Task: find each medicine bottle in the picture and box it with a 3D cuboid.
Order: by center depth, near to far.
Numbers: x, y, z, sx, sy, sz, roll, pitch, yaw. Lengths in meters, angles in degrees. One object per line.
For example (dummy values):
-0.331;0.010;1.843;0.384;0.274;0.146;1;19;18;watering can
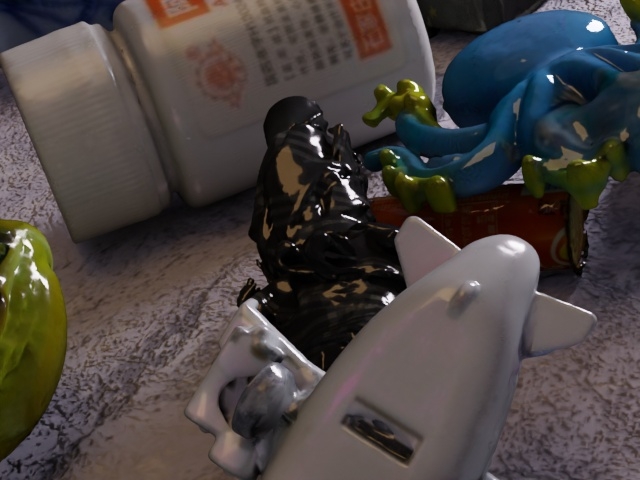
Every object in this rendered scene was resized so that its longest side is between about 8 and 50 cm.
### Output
-0.097;-0.150;1.315;0.371;0.211;0.211;-21;28;-10;medicine bottle

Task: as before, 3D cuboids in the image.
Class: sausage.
0.080;-0.004;1.104;0.264;0.083;0.083;-5;30;24;sausage

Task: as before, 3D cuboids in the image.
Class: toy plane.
0.049;0.111;0.806;0.267;0.122;0.267;-4;72;12;toy plane

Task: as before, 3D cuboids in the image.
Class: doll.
0.206;-0.110;1.073;0.346;0.099;0.341;-30;30;-1;doll

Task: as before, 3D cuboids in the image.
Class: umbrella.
0.007;-0.006;1.005;0.154;0.128;0.336;-36;40;33;umbrella

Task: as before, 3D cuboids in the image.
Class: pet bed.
0.175;-0.341;1.552;0.159;0.183;0.211;13;42;33;pet bed

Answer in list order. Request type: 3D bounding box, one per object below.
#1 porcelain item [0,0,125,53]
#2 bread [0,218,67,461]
-0.282;-0.371;1.783;0.405;0.242;0.178;-24;53;-15;porcelain item
-0.375;0.091;1.032;0.376;0.208;0.251;-3;21;24;bread
